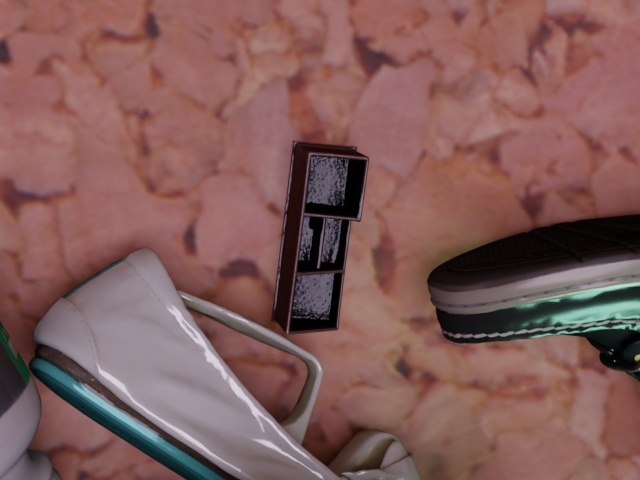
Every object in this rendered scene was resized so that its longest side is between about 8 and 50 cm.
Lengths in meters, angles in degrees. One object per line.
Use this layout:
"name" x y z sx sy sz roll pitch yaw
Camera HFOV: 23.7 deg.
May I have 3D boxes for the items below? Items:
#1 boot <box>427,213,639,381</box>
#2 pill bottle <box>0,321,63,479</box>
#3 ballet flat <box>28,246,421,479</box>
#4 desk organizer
"boot" 0.264 0.125 1.086 0.377 0.138 0.284 -6 101 -19
"pill bottle" -0.299 0.075 0.926 0.204 0.204 0.361 -28 105 -5
"ballet flat" -0.015 0.153 1.047 0.400 0.139 0.139 42 90 -14
"desk organizer" 0.000 0.000 1.051 0.047 0.050 0.130 5 99 -12
